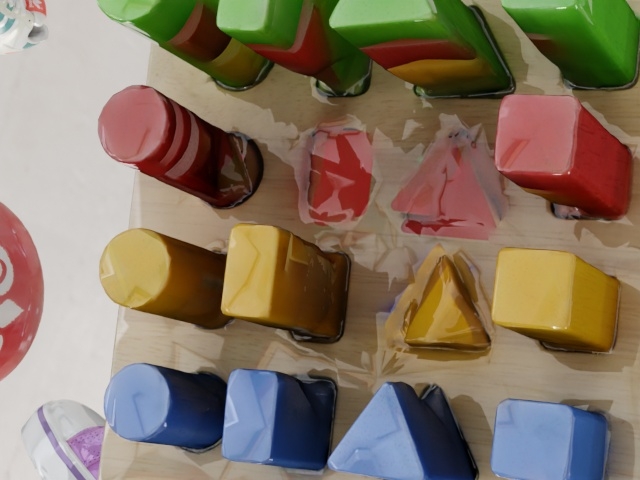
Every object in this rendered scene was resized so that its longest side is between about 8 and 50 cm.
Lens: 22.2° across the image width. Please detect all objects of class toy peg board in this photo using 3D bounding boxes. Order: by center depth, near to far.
[{"bbox_3d":[0.009,-0.004,0.411,0.079,0.161,0.161,24,71,-64],"label":"toy peg board"}]

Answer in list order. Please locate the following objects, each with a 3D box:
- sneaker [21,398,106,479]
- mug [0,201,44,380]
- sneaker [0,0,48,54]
[{"bbox_3d":[-0.051,0.155,1.029,0.161,0.282,0.102,-53,159,0],"label":"sneaker"},{"bbox_3d":[-0.245,0.032,0.814,0.150,0.169,0.113,-11,87,20],"label":"mug"},{"bbox_3d":[-0.282,-0.214,1.427,0.075,0.057,0.161,-9,156,0],"label":"sneaker"}]
